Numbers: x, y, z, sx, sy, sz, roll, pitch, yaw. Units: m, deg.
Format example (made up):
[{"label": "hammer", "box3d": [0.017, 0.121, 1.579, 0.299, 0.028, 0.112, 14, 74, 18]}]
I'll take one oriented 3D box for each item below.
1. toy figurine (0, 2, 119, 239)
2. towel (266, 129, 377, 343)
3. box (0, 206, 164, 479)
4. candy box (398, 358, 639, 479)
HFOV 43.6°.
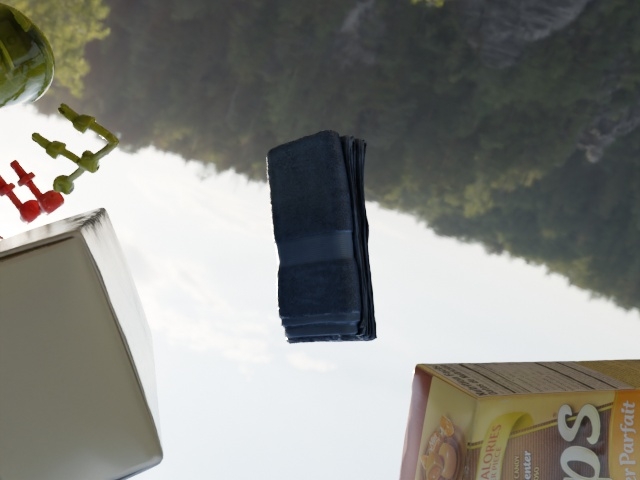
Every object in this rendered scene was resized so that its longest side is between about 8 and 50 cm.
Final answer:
[{"label": "toy figurine", "box3d": [-0.387, -0.054, 0.762, 0.363, 0.191, 0.217, -19, -161, 48]}, {"label": "towel", "box3d": [0.000, 0.000, 0.464, 0.067, 0.119, 0.029, -8, 177, 44]}, {"label": "box", "box3d": [-0.151, 0.049, 0.448, 0.094, 0.113, 0.275, -20, -170, -11]}, {"label": "candy box", "box3d": [0.216, 0.200, 0.680, 0.317, 0.182, 0.088, 3, -172, -29]}]
